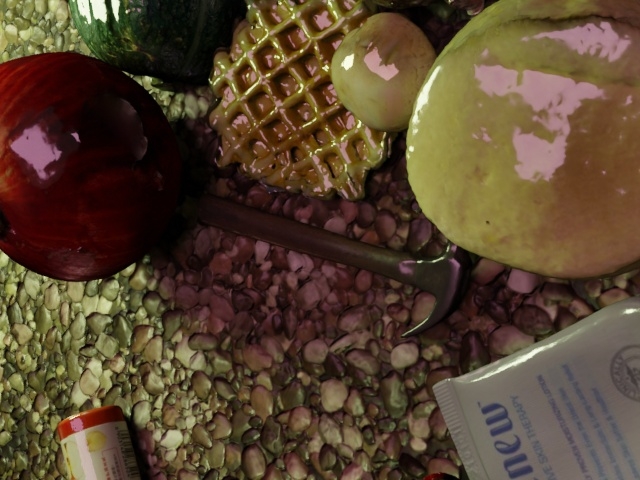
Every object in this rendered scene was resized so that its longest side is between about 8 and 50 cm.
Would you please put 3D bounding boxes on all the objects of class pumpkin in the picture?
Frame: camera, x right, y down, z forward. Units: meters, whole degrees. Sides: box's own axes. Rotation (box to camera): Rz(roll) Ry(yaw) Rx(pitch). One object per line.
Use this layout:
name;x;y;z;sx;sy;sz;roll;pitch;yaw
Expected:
pumpkin;-0.266;-0.370;1.169;0.292;0.196;0.264;11;95;35

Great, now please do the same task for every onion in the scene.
onion;-0.351;-0.110;1.135;0.341;0.341;0.342;-3;85;32

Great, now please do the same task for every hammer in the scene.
hammer;0.000;0.000;1.054;0.439;0.044;0.169;18;105;34

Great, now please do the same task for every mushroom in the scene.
mushroom;0.079;-0.199;0.933;0.112;0.148;0.148;-36;60;-23

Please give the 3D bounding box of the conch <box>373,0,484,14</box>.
conch;0.122;-0.355;0.960;0.207;0.130;0.155;28;86;12

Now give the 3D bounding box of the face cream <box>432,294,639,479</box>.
face cream;0.320;0.188;0.824;0.420;0.137;0.235;-37;70;37

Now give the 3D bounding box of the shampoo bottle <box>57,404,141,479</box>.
shampoo bottle;-0.323;0.403;1.199;0.104;0.104;0.278;-29;72;27

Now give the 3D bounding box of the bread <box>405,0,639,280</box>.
bread;0.255;-0.117;0.806;0.320;0.237;0.321;9;106;34

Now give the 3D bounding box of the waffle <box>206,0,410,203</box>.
waffle;-0.019;-0.204;1.073;0.317;0.073;0.298;16;101;25

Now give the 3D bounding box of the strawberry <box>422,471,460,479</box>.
strawberry;0.141;0.328;0.916;0.106;0.106;0.106;-3;85;32
